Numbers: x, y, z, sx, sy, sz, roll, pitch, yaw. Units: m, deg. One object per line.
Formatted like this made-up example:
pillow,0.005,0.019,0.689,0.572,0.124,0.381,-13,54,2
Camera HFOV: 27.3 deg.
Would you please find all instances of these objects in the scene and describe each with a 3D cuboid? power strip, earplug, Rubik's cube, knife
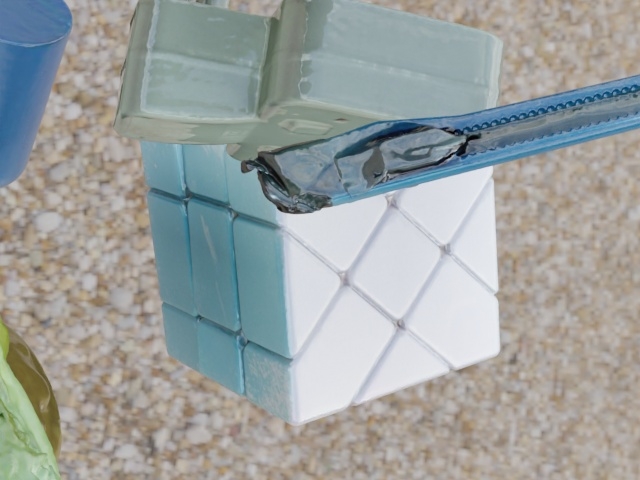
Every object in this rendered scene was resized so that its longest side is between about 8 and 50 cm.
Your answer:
power strip,-0.016,-0.131,0.996,0.261,0.229,0.141,10,80,-12
earplug,-0.395,-0.175,1.614,0.132,0.132,0.273,-22,149,-41
Rubik's cube,0.000,0.000,1.606,0.319,0.316,0.321,-15,110,-32
knife,0.103,-0.063,0.728,0.026,0.297,0.044,78,-3,-59

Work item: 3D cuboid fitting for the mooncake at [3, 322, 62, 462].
mooncake,-0.360,0.155,1.330,0.235,0.117,0.235,42,20,-20

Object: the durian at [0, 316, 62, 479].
durian,-0.270,0.179,0.869,0.339,0.256,0.204,62,22,11
